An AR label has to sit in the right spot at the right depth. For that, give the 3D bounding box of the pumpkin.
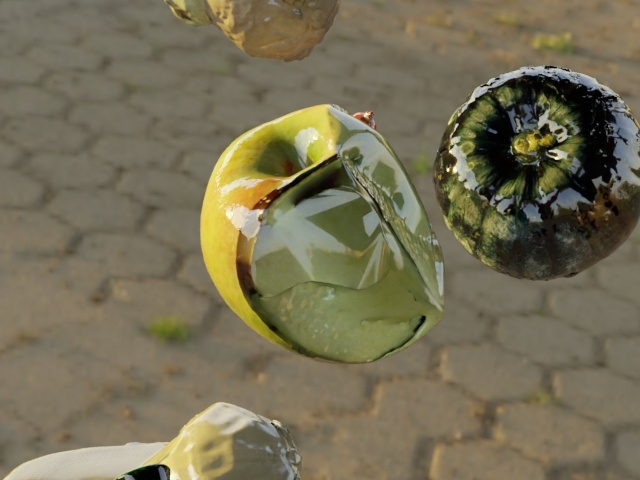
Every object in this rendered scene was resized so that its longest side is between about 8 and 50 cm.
[{"bbox_3d":[0.233,-0.073,1.669,0.233,0.233,0.163,20,-16,23],"label":"pumpkin"}]

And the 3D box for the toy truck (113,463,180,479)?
[{"bbox_3d":[-0.197,0.268,1.124,0.135,0.259,0.128,5,55,-45],"label":"toy truck"}]

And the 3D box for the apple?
[{"bbox_3d":[0.000,0.000,1.302,0.173,0.188,0.207,-6,41,33],"label":"apple"}]

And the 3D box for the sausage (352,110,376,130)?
[{"bbox_3d":[0.005,-0.047,1.568,0.034,0.253,0.034,11,53,-15],"label":"sausage"}]

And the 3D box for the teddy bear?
[{"bbox_3d":[-0.078,-0.276,1.370,0.151,0.267,0.236,-19,-15,-2],"label":"teddy bear"}]

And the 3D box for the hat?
[{"bbox_3d":[-0.147,0.226,1.386,0.244,0.149,0.214,7,40,-30],"label":"hat"}]
